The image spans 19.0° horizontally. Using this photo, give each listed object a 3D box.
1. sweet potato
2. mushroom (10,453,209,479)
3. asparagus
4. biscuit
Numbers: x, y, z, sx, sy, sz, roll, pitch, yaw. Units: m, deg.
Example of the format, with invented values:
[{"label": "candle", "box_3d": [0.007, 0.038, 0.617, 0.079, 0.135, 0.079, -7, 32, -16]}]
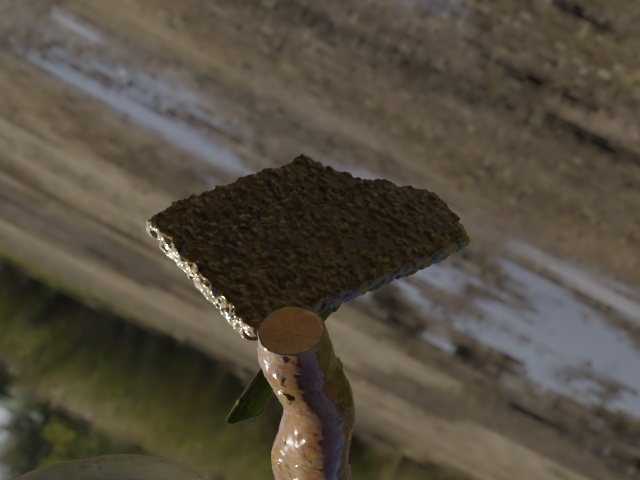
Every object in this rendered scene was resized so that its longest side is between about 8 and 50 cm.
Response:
[{"label": "sweet potato", "box_3d": [-0.005, 0.161, 1.396, 0.067, 0.059, 0.281, 35, 148, 31]}, {"label": "mushroom", "box_3d": [-0.208, 0.232, 1.656, 0.223, 0.092, 0.081, -2, -163, 6]}, {"label": "asparagus", "box_3d": [-0.016, 0.088, 1.749, 0.034, 0.236, 0.027, 16, 143, 37]}, {"label": "biscuit", "box_3d": [-0.004, -0.009, 1.433, 0.131, 0.237, 0.026, 48, 138, 23]}]
